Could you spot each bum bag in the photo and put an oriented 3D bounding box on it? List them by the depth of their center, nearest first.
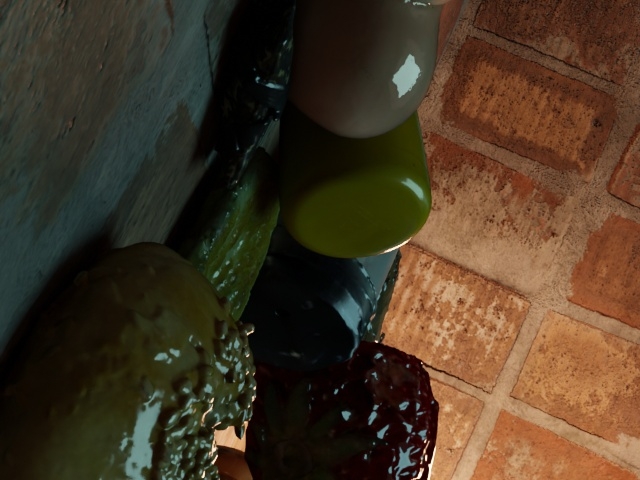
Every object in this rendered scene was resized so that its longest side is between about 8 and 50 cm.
[{"bbox_3d":[-0.066,-0.153,1.389,0.102,0.069,0.248,-111,-152,-42],"label":"bum bag"}]

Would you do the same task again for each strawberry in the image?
[{"bbox_3d":[0.047,0.280,2.049,0.295,0.317,0.345,-34,173,28],"label":"strawberry"}]

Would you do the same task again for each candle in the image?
[{"bbox_3d":[0.000,0.000,1.907,0.221,0.221,0.343,107,5,-50],"label":"candle"}]

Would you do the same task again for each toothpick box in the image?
[{"bbox_3d":[0.035,-0.131,1.615,0.175,0.175,0.271,107,-16,-52],"label":"toothpick box"}]

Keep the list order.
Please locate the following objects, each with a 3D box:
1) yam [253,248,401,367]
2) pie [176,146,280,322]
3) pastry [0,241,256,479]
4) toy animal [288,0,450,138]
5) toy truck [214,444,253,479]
[{"bbox_3d":[-0.009,0.147,2.238,0.241,0.241,0.348,-41,149,-77],"label":"yam"},{"bbox_3d":[-0.130,0.034,1.597,0.323,0.070,0.323,24,90,-81],"label":"pie"},{"bbox_3d":[-0.167,0.162,1.176,0.284,0.184,0.316,103,13,-58],"label":"pastry"},{"bbox_3d":[0.067,-0.270,1.416,0.269,0.237,0.326,3,-94,52],"label":"toy animal"},{"bbox_3d":[-0.183,0.467,2.077,0.211,0.204,0.288,7,90,-86],"label":"toy truck"}]
